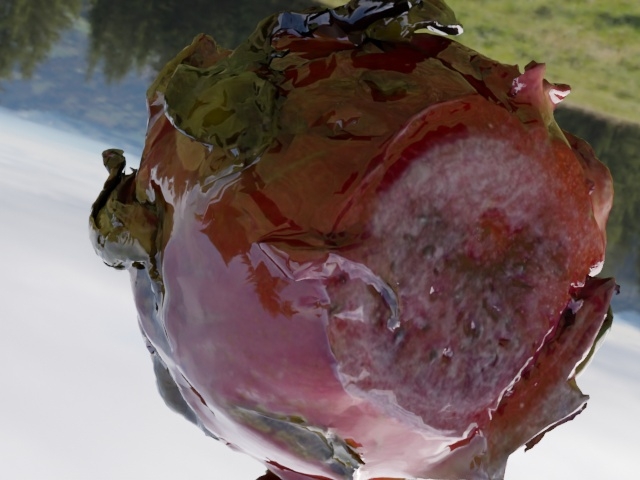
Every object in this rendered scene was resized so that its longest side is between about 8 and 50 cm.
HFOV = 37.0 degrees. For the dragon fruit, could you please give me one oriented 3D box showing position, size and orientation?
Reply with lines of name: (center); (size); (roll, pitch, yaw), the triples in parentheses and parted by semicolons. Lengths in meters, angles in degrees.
dragon fruit: (0.000, 0.000, 0.530); (0.269, 0.250, 0.291); (47, 166, -24)
